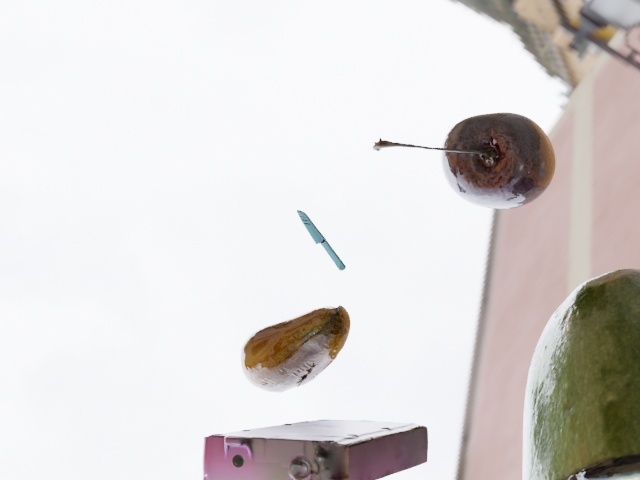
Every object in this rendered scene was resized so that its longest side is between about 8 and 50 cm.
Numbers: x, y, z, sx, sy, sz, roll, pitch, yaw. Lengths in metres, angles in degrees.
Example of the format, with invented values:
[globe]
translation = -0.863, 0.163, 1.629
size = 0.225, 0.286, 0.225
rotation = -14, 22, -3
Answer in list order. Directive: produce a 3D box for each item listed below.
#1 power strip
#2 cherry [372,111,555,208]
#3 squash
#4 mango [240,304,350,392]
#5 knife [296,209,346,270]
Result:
[power strip]
translation = 0.005, 0.165, 0.970
size = 0.109, 0.038, 0.279
rotation = 0, 175, 18
[cherry]
translation = 0.176, -0.098, 1.409
size = 0.188, 0.115, 0.148
rotation = 6, -140, 23
[squash]
translation = 0.351, 0.172, 1.243
size = 0.310, 0.310, 0.309
rotation = 21, -131, -14
[mango]
translation = -0.022, 0.132, 1.512
size = 0.105, 0.159, 0.084
rotation = -25, -87, -62
[knife]
translation = 0.000, 0.000, 1.403
size = 0.091, 0.014, 0.005
rotation = 54, -150, -19
